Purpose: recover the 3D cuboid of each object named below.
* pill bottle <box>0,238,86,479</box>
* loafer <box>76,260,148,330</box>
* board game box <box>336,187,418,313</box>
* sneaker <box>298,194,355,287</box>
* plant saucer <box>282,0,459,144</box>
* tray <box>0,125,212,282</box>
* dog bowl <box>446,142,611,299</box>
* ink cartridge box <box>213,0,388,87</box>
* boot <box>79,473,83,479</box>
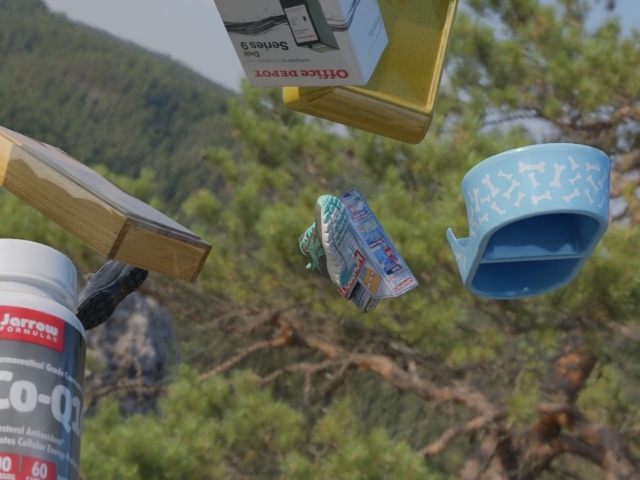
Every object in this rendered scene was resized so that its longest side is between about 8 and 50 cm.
[{"bbox_3d":[-0.312,0.150,0.997,0.161,0.161,0.283,27,45,-39],"label":"pill bottle"},{"bbox_3d":[-0.421,0.099,1.965,0.078,0.076,0.223,11,38,28],"label":"loafer"},{"bbox_3d":[0.074,0.045,1.781,0.060,0.194,0.194,-26,65,-33],"label":"board game box"},{"bbox_3d":[0.000,0.000,1.463,0.076,0.065,0.167,15,-42,23],"label":"sneaker"},{"bbox_3d":[0.116,-0.361,1.814,0.332,0.333,0.081,11,2,-37],"label":"plant saucer"},{"bbox_3d":[-0.381,-0.070,1.620,0.410,0.076,0.202,31,5,33],"label":"tray"},{"bbox_3d":[0.240,-0.010,1.184,0.165,0.074,0.297,-3,-23,-2],"label":"dog bowl"},{"bbox_3d":[-0.041,-0.373,1.520,0.211,0.122,0.289,4,-41,27],"label":"ink cartridge box"},{"bbox_3d":[-0.401,0.451,1.720,0.059,0.158,0.084,-22,9,-36],"label":"boot"}]
